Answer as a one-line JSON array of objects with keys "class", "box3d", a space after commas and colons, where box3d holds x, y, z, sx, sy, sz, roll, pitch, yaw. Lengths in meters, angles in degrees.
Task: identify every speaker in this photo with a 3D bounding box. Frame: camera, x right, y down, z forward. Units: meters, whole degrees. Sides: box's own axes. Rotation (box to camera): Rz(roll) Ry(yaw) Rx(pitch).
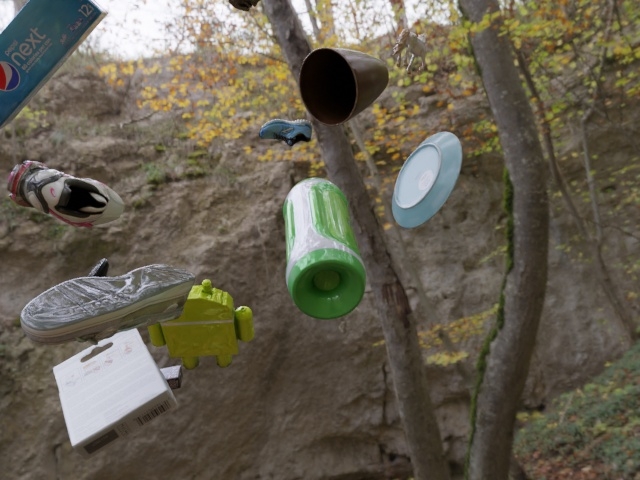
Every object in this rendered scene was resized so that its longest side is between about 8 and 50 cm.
[{"class": "speaker", "box3d": [0.000, 0.000, 0.912, 0.131, 0.297, 0.131, -2, -60, -4]}]

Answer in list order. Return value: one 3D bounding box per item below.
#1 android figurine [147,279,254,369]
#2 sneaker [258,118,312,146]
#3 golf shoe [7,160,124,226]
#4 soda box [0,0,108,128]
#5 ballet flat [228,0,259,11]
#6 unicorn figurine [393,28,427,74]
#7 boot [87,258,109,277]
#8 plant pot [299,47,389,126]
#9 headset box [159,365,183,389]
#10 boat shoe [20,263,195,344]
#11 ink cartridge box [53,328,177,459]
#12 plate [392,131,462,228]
[{"class": "android figurine", "box3d": [-0.282, 0.198, 1.263, 0.247, 0.056, 0.273, -4, -52, -2]}, {"class": "sneaker", "box3d": [-0.102, -0.315, 1.595, 0.161, 0.073, 0.063, -5, -22, -5]}, {"class": "golf shoe", "box3d": [-0.306, -0.046, 0.699, 0.085, 0.068, 0.186, 20, 0, 14]}, {"class": "soda box", "box3d": [-0.371, -0.240, 0.691, 0.210, 0.071, 0.067, -44, -65, 6]}, {"class": "ballet flat", "box3d": [-0.100, -0.552, 1.160, 0.084, 0.250, 0.058, 12, -48, 44]}, {"class": "unicorn figurine", "box3d": [0.226, -0.462, 1.306, 0.060, 0.111, 0.162, 13, 3, 19]}, {"class": "boot", "box3d": [-0.499, 0.116, 1.257, 0.099, 0.121, 0.045, 38, -26, -29]}, {"class": "plant pot", "box3d": [0.092, -0.467, 1.585, 0.230, 0.216, 0.215, -29, -6, -42]}, {"class": "headset box", "box3d": [-0.391, 0.348, 1.349, 0.083, 0.032, 0.062, -10, 17, -7]}, {"class": "boat shoe", "box3d": [-0.337, 0.118, 0.900, 0.118, 0.103, 0.320, 20, 17, 22]}, {"class": "ink cartridge box", "box3d": [-0.415, 0.291, 1.077, 0.189, 0.232, 0.066, -29, -54, -18]}, {"class": "plate", "box3d": [0.181, -0.113, 0.970, 0.024, 0.188, 0.188, 23, -36, -23]}]
